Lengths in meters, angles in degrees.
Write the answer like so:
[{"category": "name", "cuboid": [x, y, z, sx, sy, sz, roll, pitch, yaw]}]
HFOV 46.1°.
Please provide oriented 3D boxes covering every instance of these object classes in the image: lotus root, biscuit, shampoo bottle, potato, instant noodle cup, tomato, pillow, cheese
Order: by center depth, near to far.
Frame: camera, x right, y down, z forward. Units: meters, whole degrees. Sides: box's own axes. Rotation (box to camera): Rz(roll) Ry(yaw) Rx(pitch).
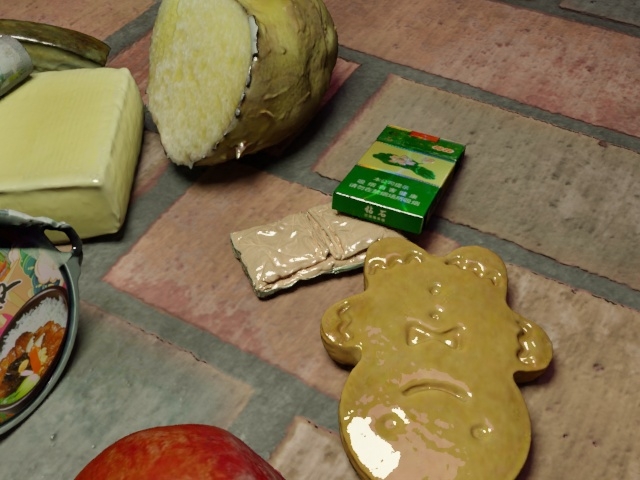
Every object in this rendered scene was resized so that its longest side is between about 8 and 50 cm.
[{"category": "tomato", "cuboid": [-0.128, 0.272, 0.680, 0.309, 0.170, 0.309, 1, 48, -1]}, {"category": "instant noodle cup", "cuboid": [-0.427, 0.079, 0.833, 0.181, 0.258, 0.302, 13, 40, 31]}, {"category": "biscuit", "cuboid": [0.131, 0.139, 0.872, 0.275, 0.052, 0.355, 8, 50, 4]}, {"category": "pillow", "cuboid": [0.000, 0.000, 1.029, 0.232, 0.043, 0.126, -16, 43, -11]}, {"category": "shampoo bottle", "cuboid": [-0.501, -0.205, 1.053, 0.072, 0.072, 0.214, 26, 57, 23]}, {"category": "cheese", "cuboid": [-0.393, -0.127, 1.091, 0.242, 0.124, 0.266, -2, 46, -1]}, {"category": "potato", "cuboid": [-0.094, -0.254, 1.149, 0.237, 0.289, 0.301, 4, 40, -44]}, {"category": "lotus root", "cuboid": [-0.506, -0.295, 1.226, 0.314, 0.210, 0.142, 1, 57, -17]}]

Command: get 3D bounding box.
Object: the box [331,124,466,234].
[{"category": "box", "cuboid": [0.119, -0.095, 1.091, 0.132, 0.034, 0.235, 17, 37, 17]}]
